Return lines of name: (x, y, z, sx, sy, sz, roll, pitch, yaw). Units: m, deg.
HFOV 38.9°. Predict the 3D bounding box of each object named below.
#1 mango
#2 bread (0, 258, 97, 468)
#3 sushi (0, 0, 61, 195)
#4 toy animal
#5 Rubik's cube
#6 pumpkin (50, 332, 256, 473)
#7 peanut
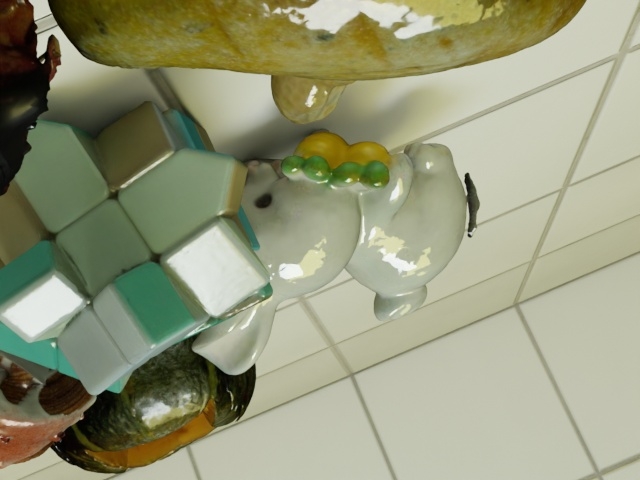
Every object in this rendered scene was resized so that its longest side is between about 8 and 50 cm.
mango: (0.004, -0.177, 0.548, 0.330, 0.175, 0.176, 0, 134, -12)
bread: (-0.320, 0.112, 0.891, 0.142, 0.212, 0.224, -39, 158, 31)
sushi: (-0.225, -0.094, 0.493, 0.172, 0.150, 0.153, -32, 160, 27)
toy animal: (-0.001, -0.007, 0.959, 0.310, 0.183, 0.247, -15, 128, -33)
Rubik's cube: (-0.173, 0.005, 0.756, 0.265, 0.224, 0.213, -27, 178, 4)
pumpkin: (-0.245, 0.210, 1.305, 0.320, 0.192, 0.320, -22, 161, -8)
peanut: (0.011, -0.154, 0.732, 0.080, 0.080, 0.174, -10, 157, -36)
